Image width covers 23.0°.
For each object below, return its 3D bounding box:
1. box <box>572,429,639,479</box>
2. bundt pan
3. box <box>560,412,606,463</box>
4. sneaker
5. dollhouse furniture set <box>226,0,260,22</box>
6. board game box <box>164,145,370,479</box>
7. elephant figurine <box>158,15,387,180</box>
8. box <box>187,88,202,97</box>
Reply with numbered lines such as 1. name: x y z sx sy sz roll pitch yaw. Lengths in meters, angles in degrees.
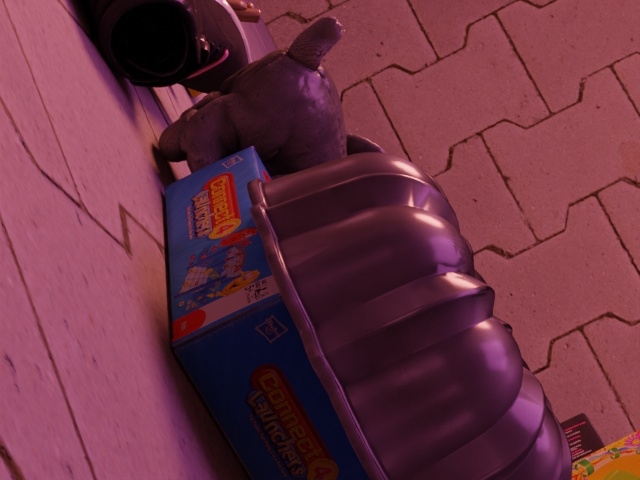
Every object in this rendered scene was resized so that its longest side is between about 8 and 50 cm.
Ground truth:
1. box: 0.235 0.358 1.362 0.177 0.290 0.279 60 5 -29
2. bundt pan: 0.076 0.078 1.120 0.330 0.124 0.331 63 4 -8
3. box: 0.249 0.345 1.860 0.163 0.247 0.142 62 4 -23
4. sneaker: -0.136 -0.177 1.440 0.296 0.105 0.147 47 18 -55
5. dollhouse furniture set: -0.123 -0.342 1.819 0.144 0.123 0.151 174 -78 -85
6. board game box: -0.011 0.118 1.225 0.308 0.086 0.302 61 5 -24
7. elephant figurine: -0.015 -0.042 1.403 0.239 0.169 0.186 54 -22 -10
8. box: -0.143 -0.224 1.880 0.059 0.054 0.169 62 4 -18
